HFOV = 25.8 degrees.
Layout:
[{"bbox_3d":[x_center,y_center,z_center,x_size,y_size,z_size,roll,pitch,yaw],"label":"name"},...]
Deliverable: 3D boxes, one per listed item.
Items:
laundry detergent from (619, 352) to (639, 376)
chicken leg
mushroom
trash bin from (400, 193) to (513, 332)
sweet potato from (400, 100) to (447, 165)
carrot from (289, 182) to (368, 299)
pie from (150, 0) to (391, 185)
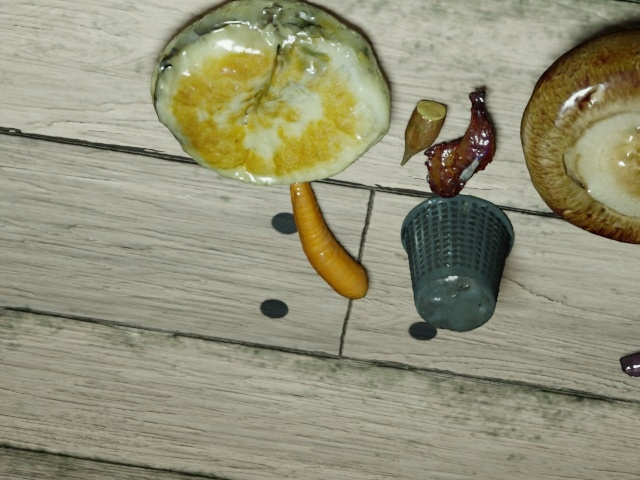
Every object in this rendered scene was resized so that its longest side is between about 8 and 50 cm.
[{"bbox_3d":[0.590,0.179,2.243,0.221,0.078,0.144,-7,131,17],"label":"laundry detergent"},{"bbox_3d":[0.208,-0.132,2.003,0.093,0.053,0.205,28,131,-9],"label":"chicken leg"},{"bbox_3d":[0.443,-0.135,1.872,0.345,0.239,0.345,19,136,20],"label":"mushroom"},{"bbox_3d":[0.202,0.044,2.100,0.175,0.161,0.175,5,133,5],"label":"trash bin"},{"bbox_3d":[0.140,-0.149,1.994,0.049,0.049,0.117,19,130,-11],"label":"sweet potato"},{"bbox_3d":[0.000,0.000,2.158,0.066,0.062,0.271,9,142,48],"label":"carrot"},{"bbox_3d":[-0.069,-0.201,1.955,0.339,0.077,0.339,1,135,1],"label":"pie"}]
